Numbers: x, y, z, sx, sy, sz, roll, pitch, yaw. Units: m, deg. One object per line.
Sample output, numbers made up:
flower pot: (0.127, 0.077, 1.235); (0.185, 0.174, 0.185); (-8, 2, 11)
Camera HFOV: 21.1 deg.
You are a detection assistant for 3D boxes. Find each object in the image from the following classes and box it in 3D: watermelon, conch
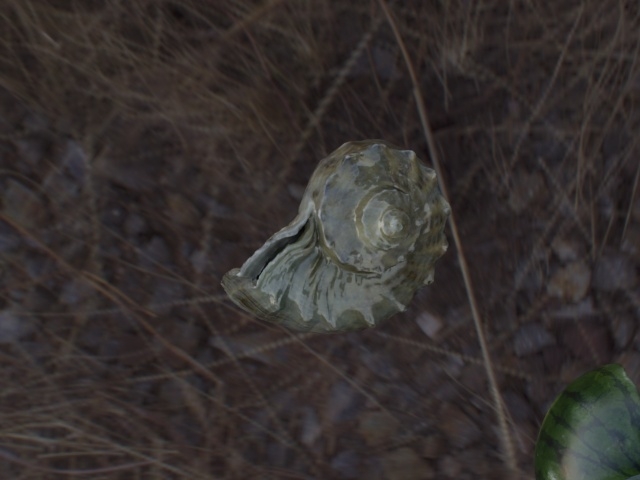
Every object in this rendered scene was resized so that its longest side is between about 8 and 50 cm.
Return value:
watermelon: (0.287, 0.238, 1.777); (0.127, 0.232, 0.204); (-9, 110, -2)
conch: (0.000, 0.000, 1.177); (0.155, 0.207, 0.130); (-5, 91, -24)

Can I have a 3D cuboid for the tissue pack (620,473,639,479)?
tissue pack: (0.216, 0.307, 1.362); (0.332, 0.405, 0.205); (-21, 80, 26)
